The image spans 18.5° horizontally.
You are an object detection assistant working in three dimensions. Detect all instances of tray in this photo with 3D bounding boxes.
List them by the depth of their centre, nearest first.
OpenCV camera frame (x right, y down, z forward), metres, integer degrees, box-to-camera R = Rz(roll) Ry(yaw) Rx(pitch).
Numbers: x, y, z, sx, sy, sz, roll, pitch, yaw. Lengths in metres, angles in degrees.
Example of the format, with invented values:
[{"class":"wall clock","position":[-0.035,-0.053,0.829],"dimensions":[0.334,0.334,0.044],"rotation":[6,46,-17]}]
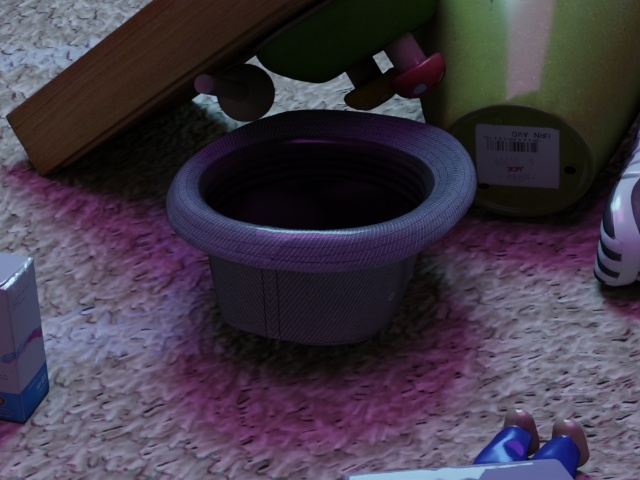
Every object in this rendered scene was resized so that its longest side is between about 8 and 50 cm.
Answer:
[{"class":"tray","position":[-0.094,-0.188,1.726],"dimensions":[0.203,0.076,0.411],"rotation":[-32,4,-40]}]

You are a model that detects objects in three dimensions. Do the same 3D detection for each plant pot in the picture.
[{"class":"plant pot","position":[0.190,-0.172,1.761],"dimensions":[0.275,0.274,0.293],"rotation":[5,47,12]}]

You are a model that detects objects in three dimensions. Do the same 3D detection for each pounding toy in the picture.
[{"class":"pounding toy","position":[0.024,-0.150,1.687],"dimensions":[0.237,0.110,0.183],"rotation":[-31,2,5]}]

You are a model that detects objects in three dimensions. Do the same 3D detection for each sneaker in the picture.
[{"class":"sneaker","position":[0.340,-0.043,1.670],"dimensions":[0.163,0.106,0.281],"rotation":[14,44,14]}]

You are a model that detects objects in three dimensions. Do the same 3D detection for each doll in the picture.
[{"class":"doll","position":[0.129,0.186,1.339],"dimensions":[0.129,0.046,0.189],"rotation":[11,33,23]}]

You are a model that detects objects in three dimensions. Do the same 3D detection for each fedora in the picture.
[{"class":"fedora","position":[0.000,0.000,1.580],"dimensions":[0.244,0.124,0.275],"rotation":[6,25,12]}]

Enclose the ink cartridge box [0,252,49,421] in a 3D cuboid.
[{"class":"ink cartridge box","position":[-0.260,0.068,1.489],"dimensions":[0.089,0.122,0.052],"rotation":[9,33,17]}]

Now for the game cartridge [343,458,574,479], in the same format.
[{"class":"game cartridge","position":[0.098,0.258,1.176],"dimensions":[0.198,0.062,0.297],"rotation":[-1,41,-5]}]
